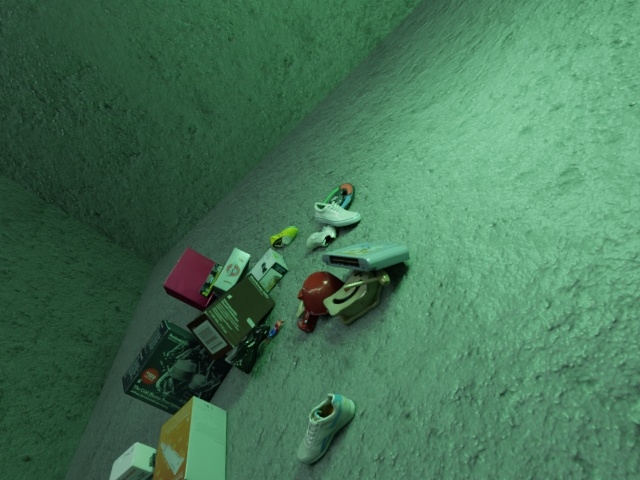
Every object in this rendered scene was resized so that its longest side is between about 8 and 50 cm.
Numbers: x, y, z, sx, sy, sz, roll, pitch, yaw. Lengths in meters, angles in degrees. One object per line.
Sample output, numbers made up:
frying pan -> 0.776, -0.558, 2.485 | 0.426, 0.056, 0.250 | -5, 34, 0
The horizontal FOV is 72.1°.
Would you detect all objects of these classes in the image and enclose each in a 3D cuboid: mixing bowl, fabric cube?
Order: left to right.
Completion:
fabric cube -> -0.702, 0.234, 2.503 | 0.254, 0.258, 0.259 | -64, 4, -22
mixing bowl -> -0.001, 0.181, 1.660 | 0.182, 0.098, 0.181 | -20, 34, 14

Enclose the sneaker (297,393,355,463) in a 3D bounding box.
sneaker -> -0.003, 0.542, 1.279 | 0.228, 0.092, 0.087 | -53, 28, 0

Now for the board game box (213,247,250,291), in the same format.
board game box -> -0.469, 0.191, 2.326 | 0.223, 0.098, 0.303 | -63, 2, -20

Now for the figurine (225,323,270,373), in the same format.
figurine -> -0.296, 0.443, 1.852 | 0.209, 0.092, 0.215 | -56, 12, -20

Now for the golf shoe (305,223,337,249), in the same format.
golf shoe -> 0.000, 0.000, 1.989 | 0.176, 0.069, 0.085 | -38, 36, 28

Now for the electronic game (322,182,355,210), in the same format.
electronic game -> 0.077, -0.181, 2.110 | 0.229, 0.048, 0.229 | -38, 29, 26

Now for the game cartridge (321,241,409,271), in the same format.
game cartridge -> 0.161, 0.052, 1.550 | 0.198, 0.062, 0.297 | -20, 11, -29

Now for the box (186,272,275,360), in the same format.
box -> -0.367, 0.314, 1.878 | 0.143, 0.191, 0.381 | -36, 5, 27

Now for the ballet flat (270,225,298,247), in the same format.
ballet flat -> -0.191, -0.009, 2.308 | 0.231, 0.077, 0.077 | -22, 60, 50

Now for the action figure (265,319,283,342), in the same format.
action figure -> -0.192, 0.378, 1.855 | 0.115, 0.030, 0.038 | -52, 30, 13

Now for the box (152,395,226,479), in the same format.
box -> -0.481, 0.801, 1.627 | 0.215, 0.168, 0.345 | -45, 28, 14

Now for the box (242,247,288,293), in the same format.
box -> -0.297, 0.195, 2.186 | 0.290, 0.087, 0.169 | -48, 27, 8

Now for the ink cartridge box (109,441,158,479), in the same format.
ink cartridge box -> -0.666, 0.906, 1.710 | 0.172, 0.237, 0.100 | -43, 28, 18

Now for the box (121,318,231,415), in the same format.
box -> -0.632, 0.576, 1.951 | 0.312, 0.343, 0.179 | -58, 25, -11

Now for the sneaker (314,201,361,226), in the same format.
sneaker -> 0.062, -0.122, 1.946 | 0.258, 0.091, 0.094 | 6, 33, 42

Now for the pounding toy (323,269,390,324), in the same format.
pounding toy -> 0.112, 0.155, 1.512 | 0.270, 0.155, 0.154 | -37, 32, 22

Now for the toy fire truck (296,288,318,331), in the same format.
toy fire truck -> -0.057, 0.276, 1.748 | 0.135, 0.047, 0.191 | -20, 41, 47

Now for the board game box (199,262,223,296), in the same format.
board game box -> -0.553, 0.207, 2.243 | 0.170, 0.048, 0.141 | -63, 4, -17
